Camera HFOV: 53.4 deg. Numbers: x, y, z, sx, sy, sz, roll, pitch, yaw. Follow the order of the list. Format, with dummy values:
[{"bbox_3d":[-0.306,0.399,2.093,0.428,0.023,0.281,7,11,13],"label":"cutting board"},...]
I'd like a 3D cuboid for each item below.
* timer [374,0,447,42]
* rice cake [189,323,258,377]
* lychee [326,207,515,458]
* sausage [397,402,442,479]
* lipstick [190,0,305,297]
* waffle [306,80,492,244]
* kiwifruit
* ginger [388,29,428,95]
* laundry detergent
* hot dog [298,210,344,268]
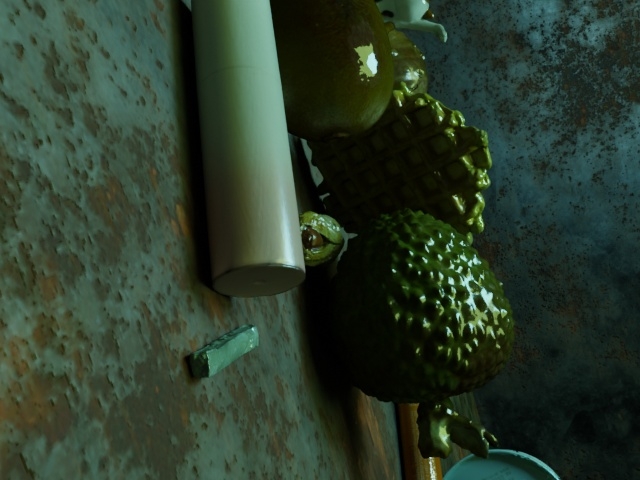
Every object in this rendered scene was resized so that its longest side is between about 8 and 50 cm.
[{"bbox_3d":[0.061,-0.353,1.035,0.175,0.265,0.176,-14,90,-76],"label":"timer"},{"bbox_3d":[-0.080,0.094,0.554,0.121,0.021,0.022,-14,100,-76],"label":"rice cake"},{"bbox_3d":[0.138,0.117,0.884,0.270,0.269,0.320,-64,155,-69],"label":"lychee"},{"bbox_3d":[0.185,0.363,1.207,0.071,0.071,0.234,62,21,-44],"label":"sausage"},{"bbox_3d":[-0.077,-0.112,0.634,0.087,0.087,0.327,45,33,-63],"label":"lipstick"},{"bbox_3d":[0.116,-0.098,0.967,0.058,0.300,0.282,-44,129,-47],"label":"waffle"},{"bbox_3d":[0.001,-0.240,0.852,0.196,0.195,0.234,39,42,-67],"label":"kiwifruit"},{"bbox_3d":[0.140,-0.357,1.455,0.269,0.222,0.201,17,56,-71],"label":"ginger"},{"bbox_3d":[0.397,0.595,1.356,0.305,0.287,0.288,42,36,-64],"label":"laundry detergent"},{"bbox_3d":[0.001,-0.001,0.874,0.169,0.061,0.078,-4,81,-75],"label":"hot dog"}]
